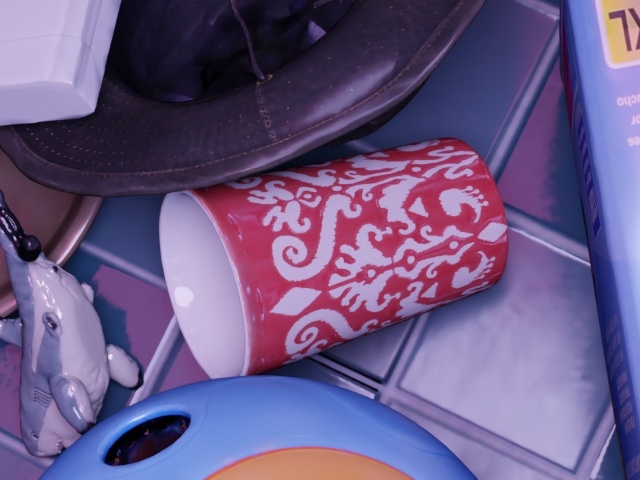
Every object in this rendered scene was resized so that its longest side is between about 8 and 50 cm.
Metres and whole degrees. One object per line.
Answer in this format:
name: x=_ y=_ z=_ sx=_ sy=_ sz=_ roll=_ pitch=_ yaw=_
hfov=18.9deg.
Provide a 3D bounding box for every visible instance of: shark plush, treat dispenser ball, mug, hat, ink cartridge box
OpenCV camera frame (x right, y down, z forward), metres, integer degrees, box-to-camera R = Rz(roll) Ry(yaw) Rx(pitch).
shark plush: x=-0.167 y=0.052 z=1.103 sx=0.067 sy=0.073 sz=0.161 roll=-9 pitch=120 yaw=26
treat dispenser ball: x=-0.031 y=0.212 z=0.968 sx=0.288 sy=0.288 sz=0.288 roll=-1 pitch=80 yaw=6
mug: x=0.002 y=-0.006 z=1.080 sx=0.169 sy=0.113 sz=0.150 roll=-16 pitch=44 yaw=-23
hat: x=-0.028 y=-0.130 z=1.097 sx=0.331 sy=0.134 sz=0.331 roll=-12 pitch=56 yaw=19
ink cartridge box: x=0.222 y=0.062 z=0.977 sx=0.151 sy=0.270 sz=0.395 roll=-10 pitch=79 yaw=6

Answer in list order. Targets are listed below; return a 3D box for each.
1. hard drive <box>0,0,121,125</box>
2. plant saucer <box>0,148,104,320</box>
hard drive: x=-0.192 y=-0.202 z=1.111 sx=0.203 sy=0.040 sz=0.307 roll=-4 pitch=60 yaw=24
plant saucer: x=-0.255 y=-0.067 z=1.170 sx=0.278 sy=0.041 sz=0.278 roll=-1 pitch=80 yaw=7
